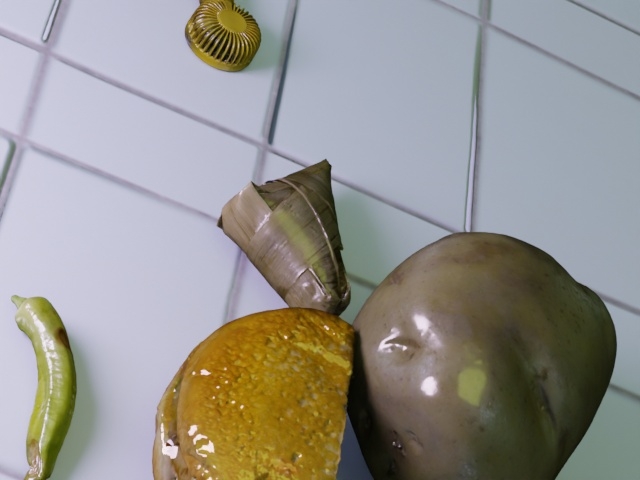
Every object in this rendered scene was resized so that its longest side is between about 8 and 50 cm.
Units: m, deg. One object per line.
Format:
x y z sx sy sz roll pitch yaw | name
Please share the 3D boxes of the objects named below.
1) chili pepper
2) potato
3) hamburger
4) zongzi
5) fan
-0.235 0.129 1.540 0.049 0.043 0.208 19 44 -36 | chili pepper
0.145 0.119 1.662 0.243 0.221 0.326 44 41 -6 | potato
-0.067 0.164 1.550 0.157 0.144 0.283 18 43 -8 | hamburger
0.000 0.000 1.789 0.176 0.078 0.160 -22 74 -52 | zongzi
-0.112 -0.256 1.957 0.082 0.039 0.155 7 50 -29 | fan
